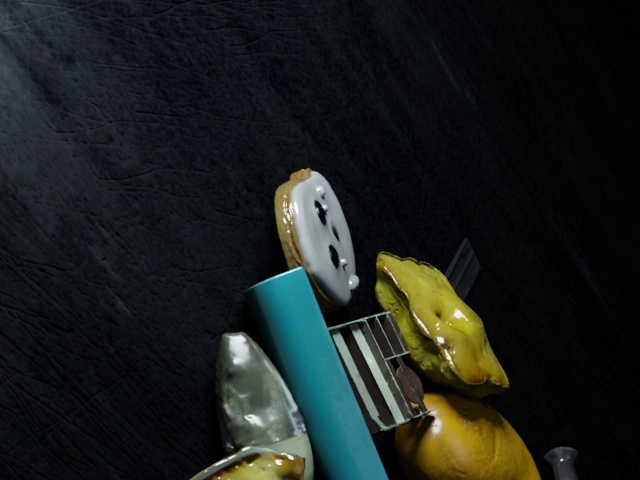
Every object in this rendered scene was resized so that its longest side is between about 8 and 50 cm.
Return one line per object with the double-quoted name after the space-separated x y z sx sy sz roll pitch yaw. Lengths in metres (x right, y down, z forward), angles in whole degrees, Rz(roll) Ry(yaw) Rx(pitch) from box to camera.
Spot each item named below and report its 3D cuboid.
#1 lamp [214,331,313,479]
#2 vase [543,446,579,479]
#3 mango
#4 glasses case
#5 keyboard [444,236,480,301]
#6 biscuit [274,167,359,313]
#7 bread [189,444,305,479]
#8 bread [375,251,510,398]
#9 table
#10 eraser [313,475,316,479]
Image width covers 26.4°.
-0.064 0.222 1.551 0.101 0.101 0.250 -7 80 -57 "lamp"
0.398 0.413 2.170 0.120 0.120 0.183 43 27 -39 "vase"
0.205 0.308 1.903 0.295 0.120 0.177 38 41 -45 "mango"
-0.008 0.188 1.609 0.070 0.117 0.301 -22 86 -21 "glasses case"
0.204 0.072 2.083 0.063 0.010 0.198 63 36 -22 "keyboard"
0.000 0.000 1.722 0.208 0.049 0.181 -41 111 -75 "biscuit"
-0.101 0.339 1.420 0.252 0.133 0.174 -32 75 -27 "bread"
0.158 0.124 1.876 0.161 0.088 0.233 7 38 -47 "bread"
0.059 0.177 1.745 0.175 0.062 0.146 -7 69 -60 "table"
-0.016 0.297 1.661 0.065 0.026 0.105 5 73 -57 "eraser"
